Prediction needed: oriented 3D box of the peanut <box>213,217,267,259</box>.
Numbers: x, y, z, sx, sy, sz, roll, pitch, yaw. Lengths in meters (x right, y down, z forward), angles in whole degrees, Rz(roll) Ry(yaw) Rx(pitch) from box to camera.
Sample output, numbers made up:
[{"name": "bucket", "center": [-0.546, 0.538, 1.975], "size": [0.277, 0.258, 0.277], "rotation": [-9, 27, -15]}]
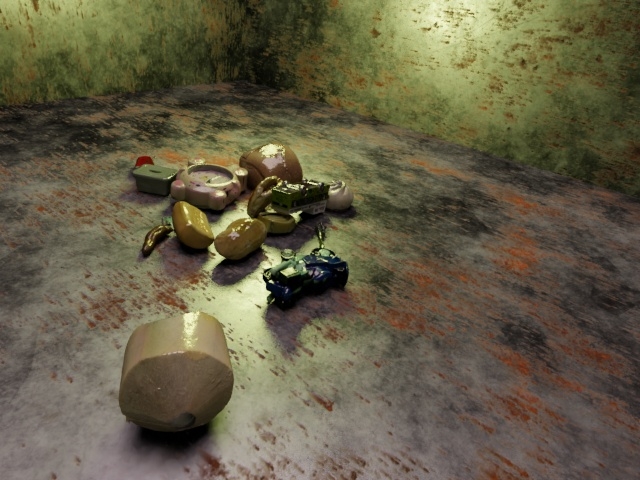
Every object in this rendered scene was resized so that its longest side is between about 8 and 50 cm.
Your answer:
[{"name": "peanut", "center": [-0.281, -0.010, 1.482], "size": [0.129, 0.129, 0.224], "rotation": [20, 30, 19]}]

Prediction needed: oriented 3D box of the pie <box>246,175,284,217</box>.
[{"name": "pie", "center": [-0.235, -0.186, 1.730], "size": [0.084, 0.179, 0.205], "rotation": [42, 40, -3]}]

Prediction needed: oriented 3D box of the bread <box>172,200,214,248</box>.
[{"name": "bread", "center": [-0.469, -0.048, 1.514], "size": [0.147, 0.098, 0.217], "rotation": [32, 16, -36]}]

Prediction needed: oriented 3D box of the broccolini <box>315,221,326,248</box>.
[{"name": "broccolini", "center": [-0.001, 0.000, 1.627], "size": [0.042, 0.044, 0.218], "rotation": [19, 34, -12]}]

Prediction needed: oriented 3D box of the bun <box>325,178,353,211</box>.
[{"name": "bun", "center": [0.068, -0.218, 1.915], "size": [0.173, 0.119, 0.172], "rotation": [7, 29, -4]}]

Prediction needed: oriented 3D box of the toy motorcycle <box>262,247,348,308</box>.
[{"name": "toy motorcycle", "center": [-0.033, 0.107, 1.360], "size": [0.196, 0.125, 0.331], "rotation": [29, 33, 32]}]

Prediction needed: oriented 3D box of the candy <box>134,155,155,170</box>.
[{"name": "candy", "center": [-0.829, -0.348, 1.978], "size": [0.086, 0.059, 0.292], "rotation": [-3, 32, -16]}]

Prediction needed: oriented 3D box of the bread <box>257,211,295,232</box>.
[{"name": "bread", "center": [-0.173, -0.071, 1.664], "size": [0.157, 0.064, 0.117], "rotation": [1, 26, -24]}]

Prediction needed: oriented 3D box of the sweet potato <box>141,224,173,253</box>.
[{"name": "sweet potato", "center": [-0.591, -0.010, 1.482], "size": [0.053, 0.053, 0.182], "rotation": [4, 32, 10]}]

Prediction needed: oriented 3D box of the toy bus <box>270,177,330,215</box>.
[{"name": "toy bus", "center": [-0.081, -0.177, 1.742], "size": [0.113, 0.139, 0.302], "rotation": [19, 22, 29]}]

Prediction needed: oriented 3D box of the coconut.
[{"name": "coconut", "center": [-0.301, 0.287, 0.892], "size": [0.239, 0.239, 0.244], "rotation": [-3, 27, -17]}]

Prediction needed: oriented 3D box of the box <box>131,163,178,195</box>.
[{"name": "box", "center": [-0.717, -0.262, 1.829], "size": [0.172, 0.092, 0.124], "rotation": [11, 31, 5]}]

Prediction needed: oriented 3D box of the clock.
[{"name": "clock", "center": [-0.486, -0.248, 1.828], "size": [0.284, 0.114, 0.309], "rotation": [16, 31, 1]}]

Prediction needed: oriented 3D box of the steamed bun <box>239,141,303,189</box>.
[{"name": "steamed bun", "center": [-0.238, -0.359, 1.997], "size": [0.252, 0.199, 0.301], "rotation": [-20, 42, -38]}]

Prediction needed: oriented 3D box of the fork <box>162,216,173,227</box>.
[{"name": "fork", "center": [-0.544, -0.045, 1.580], "size": [0.039, 0.021, 0.235], "rotation": [-18, 39, -32]}]
